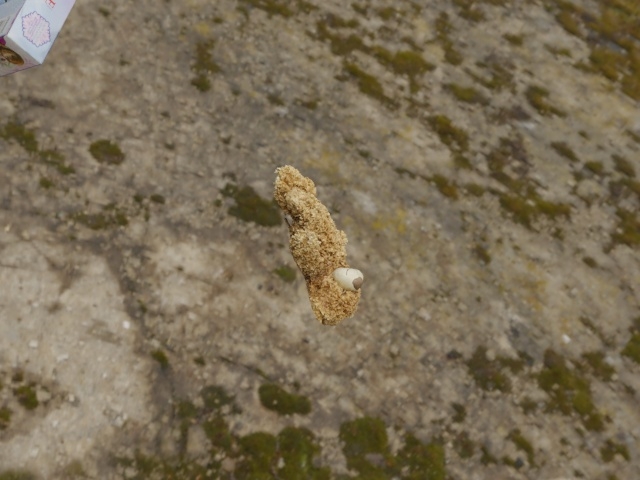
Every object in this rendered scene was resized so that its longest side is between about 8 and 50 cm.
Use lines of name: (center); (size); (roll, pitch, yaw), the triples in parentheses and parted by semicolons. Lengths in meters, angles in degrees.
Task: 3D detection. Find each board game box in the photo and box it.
board game box: (-0.470, -0.376, 1.307); (0.066, 0.318, 0.318); (42, 56, -41)

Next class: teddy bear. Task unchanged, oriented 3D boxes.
teddy bear: (0.000, 0.000, 1.753); (0.113, 0.245, 0.338); (-22, 57, 7)
